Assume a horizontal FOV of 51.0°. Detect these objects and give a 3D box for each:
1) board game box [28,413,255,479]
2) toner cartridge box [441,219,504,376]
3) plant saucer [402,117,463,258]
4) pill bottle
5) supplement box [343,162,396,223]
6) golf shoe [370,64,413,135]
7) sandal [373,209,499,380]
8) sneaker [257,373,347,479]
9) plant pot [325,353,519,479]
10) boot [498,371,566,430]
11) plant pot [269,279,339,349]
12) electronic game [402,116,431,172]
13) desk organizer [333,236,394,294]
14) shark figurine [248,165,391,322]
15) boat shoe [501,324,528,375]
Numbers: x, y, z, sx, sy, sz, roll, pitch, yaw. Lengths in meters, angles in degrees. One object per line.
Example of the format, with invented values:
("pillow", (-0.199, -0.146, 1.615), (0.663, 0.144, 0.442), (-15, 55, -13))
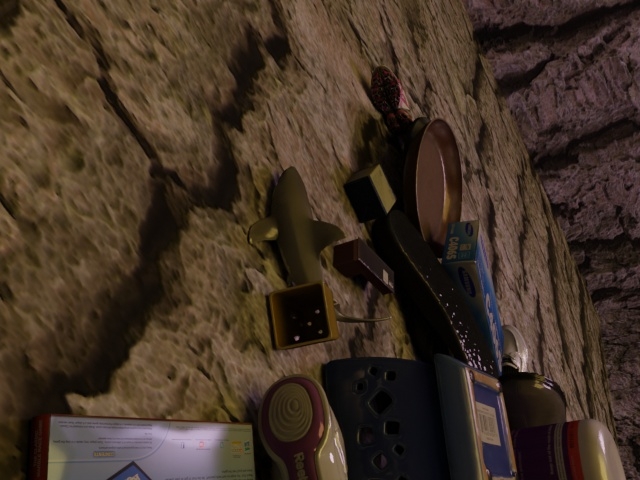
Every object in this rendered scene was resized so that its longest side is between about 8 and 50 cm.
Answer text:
("board game box", (-0.154, 0.248, 0.649), (0.281, 0.027, 0.145), (26, 51, -55))
("toner cartridge box", (0.352, 0.143, 1.524), (0.165, 0.075, 0.347), (-67, 144, -53))
("plant saucer", (0.250, -0.115, 1.492), (0.311, 0.050, 0.310), (-2, 93, -60))
("pill bottle", (0.335, 0.413, 1.132), (0.181, 0.323, 0.181), (39, 42, -47))
("supplement box", (0.096, -0.091, 1.281), (0.083, 0.056, 0.083), (64, 29, -15))
("golf shoe", (0.159, -0.330, 1.537), (0.086, 0.067, 0.186), (-89, 158, -43))
("sandal", (0.226, 0.148, 1.356), (0.445, 0.107, 0.167), (60, 28, 3))
("sneaker", (0.000, 0.315, 0.777), (0.152, 0.114, 0.305), (63, 19, -52))
("plant pot", (0.159, 0.294, 1.001), (0.236, 0.212, 0.236), (31, 49, -52))
("boot", (0.418, 0.421, 1.276), (0.338, 0.118, 0.222), (57, 36, -34))
("plant pot", (-0.015, 0.109, 0.939), (0.083, 0.081, 0.081), (33, 45, -68))
("electronic game", (0.244, -0.175, 1.580), (0.229, 0.048, 0.229), (-2, 92, -61))
("desk organizer", (0.077, 0.050, 1.168), (0.130, 0.050, 0.047), (43, 39, -44))
("shark figurine", (0.003, 0.027, 0.984), (0.278, 0.116, 0.166), (66, 29, -9))
("boat shoe", (0.498, 0.324, 1.748), (0.076, 0.083, 0.226), (32, 48, -53))
